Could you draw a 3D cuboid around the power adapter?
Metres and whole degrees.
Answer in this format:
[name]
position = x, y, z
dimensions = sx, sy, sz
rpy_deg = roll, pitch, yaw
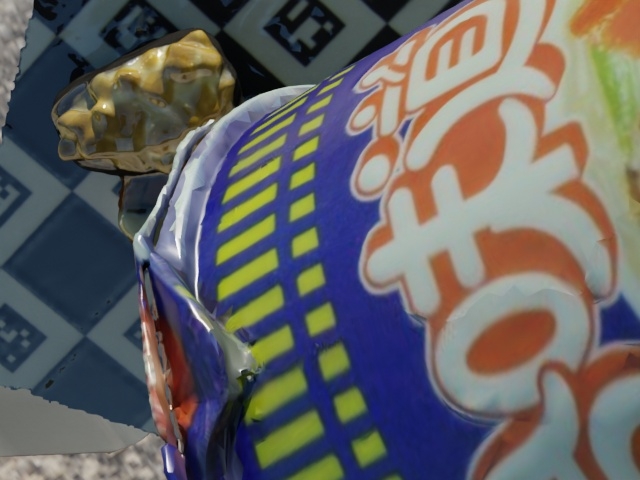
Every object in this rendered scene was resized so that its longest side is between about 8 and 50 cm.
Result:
[power adapter]
position = -0.245, 0.058, 1.207
dimensions = 0.187, 0.255, 0.124
rpy_deg = -5, 56, 13

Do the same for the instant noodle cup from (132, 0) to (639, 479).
[instant noodle cup]
position = 0.156, -0.006, 0.427
dimensions = 0.312, 0.284, 0.284
rpy_deg = -34, 53, 31

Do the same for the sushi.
[sushi]
position = 0.000, 0.000, 0.672
dimensions = 0.290, 0.264, 0.050
rpy_deg = 16, 21, -6
